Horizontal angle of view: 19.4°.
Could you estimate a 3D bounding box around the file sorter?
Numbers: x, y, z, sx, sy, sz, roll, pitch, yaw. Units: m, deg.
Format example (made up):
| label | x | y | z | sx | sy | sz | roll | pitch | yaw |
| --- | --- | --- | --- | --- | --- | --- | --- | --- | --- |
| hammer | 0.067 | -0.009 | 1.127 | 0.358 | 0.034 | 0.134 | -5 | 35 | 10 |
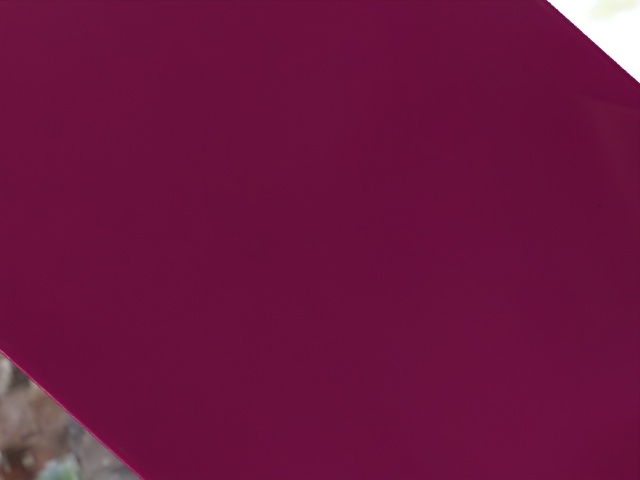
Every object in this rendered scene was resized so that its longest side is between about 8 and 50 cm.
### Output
| label | x | y | z | sx | sy | sz | roll | pitch | yaw |
| --- | --- | --- | --- | --- | --- | --- | --- | --- | --- |
| file sorter | 0.000 | 0.000 | 0.685 | 0.202 | 0.291 | 0.182 | -48 | -1 | -4 |
